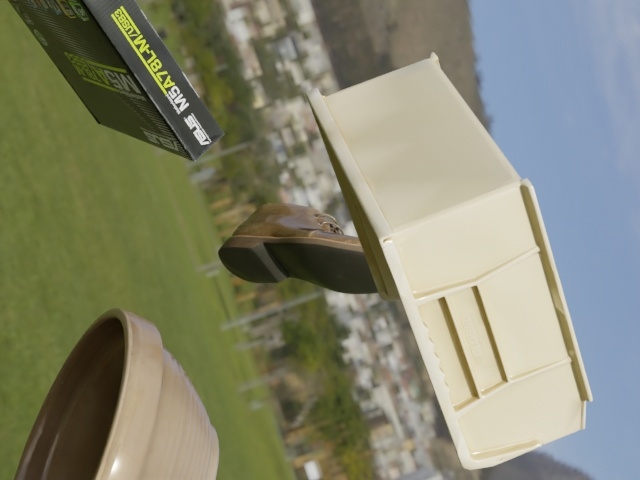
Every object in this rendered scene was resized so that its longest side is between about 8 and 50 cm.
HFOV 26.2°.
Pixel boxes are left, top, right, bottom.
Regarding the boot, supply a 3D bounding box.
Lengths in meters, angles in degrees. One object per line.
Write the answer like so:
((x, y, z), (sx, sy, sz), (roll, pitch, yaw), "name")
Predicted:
((0.000, 0.000, 1.933), (0.305, 0.115, 0.112), (7, -39, 37), "boot")

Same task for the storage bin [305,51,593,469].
((0.108, 0.014, 1.167), (0.262, 0.123, 0.260), (-114, -177, -57), "storage bin")

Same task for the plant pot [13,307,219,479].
((-0.153, 0.181, 1.061), (0.109, 0.237, 0.237), (25, 17, -21), "plant pot")

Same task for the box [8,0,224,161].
((-0.189, -0.164, 1.201), (0.190, 0.045, 0.184), (23, -30, 51), "box")
